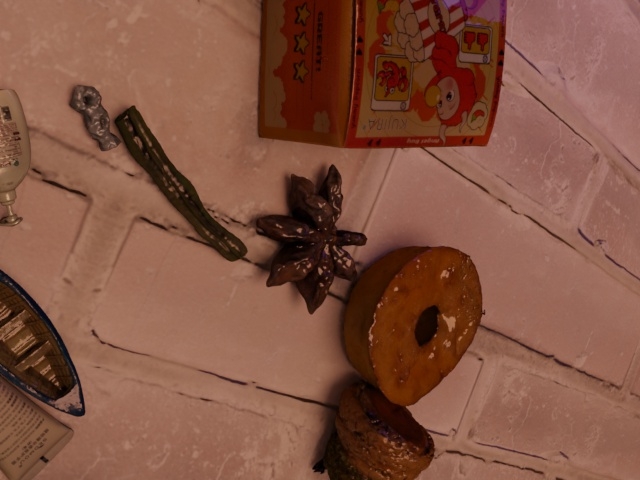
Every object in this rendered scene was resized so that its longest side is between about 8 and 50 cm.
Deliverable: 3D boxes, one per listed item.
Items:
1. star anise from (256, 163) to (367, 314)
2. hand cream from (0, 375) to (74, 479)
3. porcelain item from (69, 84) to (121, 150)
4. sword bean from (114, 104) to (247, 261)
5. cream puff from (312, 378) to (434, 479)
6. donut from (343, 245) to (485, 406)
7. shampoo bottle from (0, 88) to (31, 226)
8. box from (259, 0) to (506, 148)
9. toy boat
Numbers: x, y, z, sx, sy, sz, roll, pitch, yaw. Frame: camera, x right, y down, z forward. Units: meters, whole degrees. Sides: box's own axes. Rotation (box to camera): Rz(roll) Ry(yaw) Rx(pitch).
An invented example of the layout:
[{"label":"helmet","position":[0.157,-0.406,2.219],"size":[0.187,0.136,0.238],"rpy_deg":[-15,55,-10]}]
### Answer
[{"label":"star anise","position":[-0.013,0.005,1.082],"size":[0.197,0.073,0.212],"rpy_deg":[-39,120,-28]},{"label":"hand cream","position":[-0.396,0.183,0.834],"size":[0.095,0.059,0.276],"rpy_deg":[-45,130,-23]},{"label":"porcelain item","position":[-0.269,-0.148,0.865],"size":[0.036,0.028,0.083],"rpy_deg":[-37,120,-23]},{"label":"sword bean","position":[-0.180,-0.063,0.955],"size":[0.043,0.038,0.269],"rpy_deg":[-35,124,2]},{"label":"cream puff","position":[0.073,0.348,1.200],"size":[0.183,0.183,0.169],"rpy_deg":[30,105,-39]},{"label":"donut","position":[0.152,0.133,1.222],"size":[0.277,0.108,0.278],"rpy_deg":[-11,107,-37]},{"label":"shampoo bottle","position":[-0.356,-0.089,0.800],"size":[0.077,0.045,0.152],"rpy_deg":[-22,112,-35]},{"label":"box","position":[0.086,-0.262,1.006],"size":[0.283,0.213,0.260],"rpy_deg":[-7,107,-38]},{"label":"toy boat","position":[-0.351,0.125,0.857],"size":[0.080,0.045,0.229],"rpy_deg":[-42,124,-24]}]
